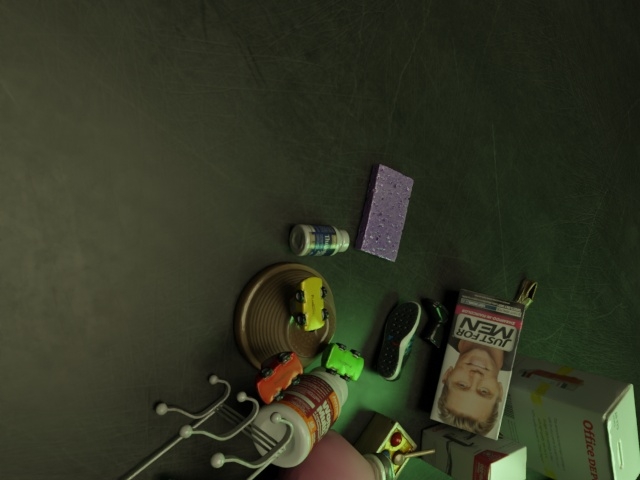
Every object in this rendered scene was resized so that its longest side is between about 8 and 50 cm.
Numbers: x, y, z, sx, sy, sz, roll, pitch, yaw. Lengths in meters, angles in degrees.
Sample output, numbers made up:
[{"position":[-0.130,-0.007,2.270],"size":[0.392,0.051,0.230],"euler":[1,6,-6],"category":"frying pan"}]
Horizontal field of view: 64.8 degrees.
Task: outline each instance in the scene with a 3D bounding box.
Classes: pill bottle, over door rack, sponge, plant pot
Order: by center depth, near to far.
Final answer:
[{"position":[-0.229,0.374,0.827],"size":[0.324,0.239,0.108],"euler":[-45,119,-26],"category":"over door rack"},{"position":[-0.031,0.336,0.997],"size":[0.221,0.121,0.121],"euler":[-20,107,-63],"category":"pill bottle"},{"position":[-0.048,0.165,1.027],"size":[0.237,0.110,0.237],"euler":[-2,94,-36],"category":"plant pot"},{"position":[0.000,0.000,1.074],"size":[0.120,0.067,0.067],"euler":[1,93,-36],"category":"pill bottle"},{"position":[0.153,-0.064,1.204],"size":[0.117,0.031,0.210],"euler":[17,84,-36],"category":"sponge"}]

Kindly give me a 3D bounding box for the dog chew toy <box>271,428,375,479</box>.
[{"position":[-0.044,0.547,1.012],"size":[0.332,0.206,0.206],"euler":[-45,118,-16],"category":"dog chew toy"}]

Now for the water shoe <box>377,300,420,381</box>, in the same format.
[{"position":[0.194,0.247,1.248],"size":[0.203,0.073,0.080],"euler":[-64,151,-15],"category":"water shoe"}]

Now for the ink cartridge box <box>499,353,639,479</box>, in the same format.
[{"position":[0.631,0.489,1.377],"size":[0.160,0.385,0.279],"euler":[-26,109,-32],"category":"ink cartridge box"}]

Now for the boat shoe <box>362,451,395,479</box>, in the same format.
[{"position":[0.132,0.589,1.155],"size":[0.091,0.109,0.305],"euler":[-12,122,-26],"category":"boat shoe"}]

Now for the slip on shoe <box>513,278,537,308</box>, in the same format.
[{"position":[0.639,0.186,1.573],"size":[0.051,0.041,0.135],"euler":[35,73,-33],"category":"slip on shoe"}]

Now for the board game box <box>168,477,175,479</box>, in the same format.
[{"position":[-0.185,0.545,0.903],"size":[0.260,0.030,0.136],"euler":[25,87,0],"category":"board game box"}]

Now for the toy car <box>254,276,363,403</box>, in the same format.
[{"position":[-0.008,0.209,0.955],"size":[0.225,0.053,0.239],"euler":[35,71,-35],"category":"toy car"}]

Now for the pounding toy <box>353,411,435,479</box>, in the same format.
[{"position":[0.178,0.507,1.222],"size":[0.130,0.100,0.141],"euler":[-48,119,-23],"category":"pounding toy"}]

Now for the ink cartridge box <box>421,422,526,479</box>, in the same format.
[{"position":[0.394,0.553,1.311],"size":[0.158,0.218,0.092],"euler":[-2,94,-36],"category":"ink cartridge box"}]

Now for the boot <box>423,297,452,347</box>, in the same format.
[{"position":[0.296,0.219,1.324],"size":[0.121,0.045,0.099],"euler":[40,71,-35],"category":"boot"}]

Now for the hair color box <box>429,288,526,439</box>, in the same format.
[{"position":[0.414,0.317,1.324],"size":[0.105,0.174,0.347],"euler":[32,72,-70],"category":"hair color box"}]
